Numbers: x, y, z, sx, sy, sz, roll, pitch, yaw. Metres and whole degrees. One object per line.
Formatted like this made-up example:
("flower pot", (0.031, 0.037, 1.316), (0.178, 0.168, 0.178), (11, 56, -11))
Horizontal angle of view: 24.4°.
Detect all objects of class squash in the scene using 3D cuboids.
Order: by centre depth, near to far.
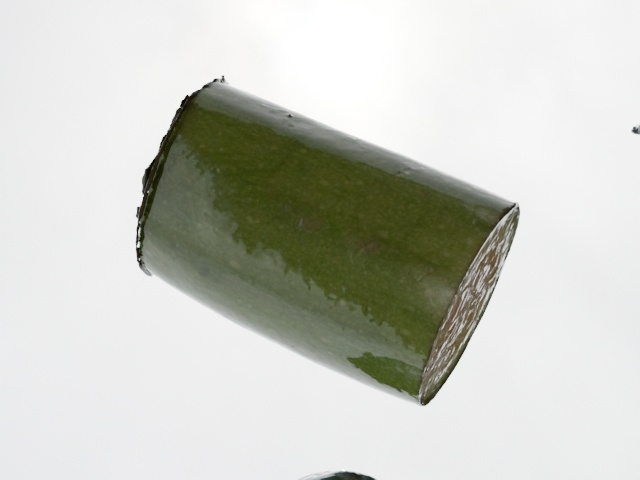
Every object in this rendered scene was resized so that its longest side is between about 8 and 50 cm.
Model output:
("squash", (0.000, 0.000, 1.679), (0.263, 0.384, 0.263), (-57, -17, -28))

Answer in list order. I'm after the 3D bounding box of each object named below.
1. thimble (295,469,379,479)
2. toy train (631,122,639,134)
("thimble", (0.024, 0.377, 1.614), (0.205, 0.172, 0.250), (-21, -99, -24))
("toy train", (0.470, -0.162, 1.649), (0.145, 0.202, 0.266), (46, -149, 7))
